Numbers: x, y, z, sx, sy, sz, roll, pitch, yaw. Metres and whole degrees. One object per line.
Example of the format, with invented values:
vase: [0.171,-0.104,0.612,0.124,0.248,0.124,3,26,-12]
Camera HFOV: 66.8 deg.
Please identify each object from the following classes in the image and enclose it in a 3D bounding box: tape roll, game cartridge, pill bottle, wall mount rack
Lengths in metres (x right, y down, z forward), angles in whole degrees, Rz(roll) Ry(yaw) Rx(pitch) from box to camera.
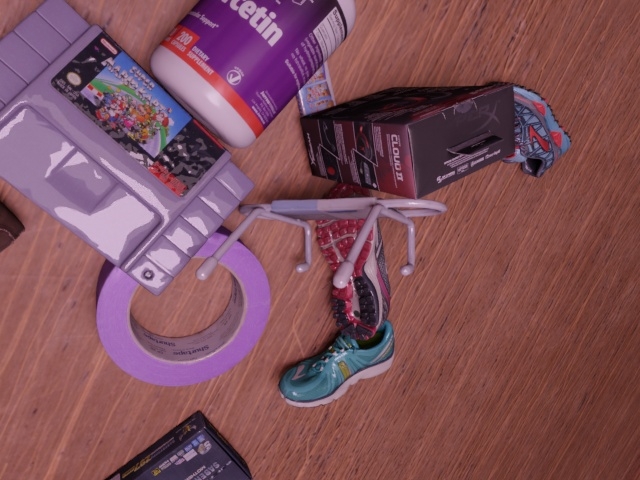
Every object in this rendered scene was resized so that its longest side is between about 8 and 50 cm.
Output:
tape roll: [-0.227,0.102,0.817,0.274,0.090,0.275,-9,111,-22]
game cartridge: [-0.285,-0.120,0.660,0.355,0.068,0.230,44,81,-22]
pill bottle: [-0.076,-0.303,0.696,0.323,0.181,0.181,-49,120,-3]
wall mount rack: [0.000,0.000,0.722,0.304,0.350,0.131,9,81,-63]

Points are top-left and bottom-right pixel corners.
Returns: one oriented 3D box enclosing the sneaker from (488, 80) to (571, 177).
sneaker: [0.417,-0.220,1.002,0.261,0.104,0.125,32,94,-30]

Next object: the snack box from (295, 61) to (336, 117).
snack box: [-0.003,-0.228,0.847,0.064,0.022,0.178,-23,115,-17]

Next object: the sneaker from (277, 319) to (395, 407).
sneaker: [0.035,0.234,0.970,0.275,0.107,0.110,-21,132,-29]

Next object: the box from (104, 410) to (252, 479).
box: [-0.275,0.468,0.935,0.232,0.059,0.183,-34,119,-11]

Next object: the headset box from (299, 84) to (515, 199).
headset box: [0.140,-0.166,0.763,0.218,0.293,0.110,-26,117,-27]

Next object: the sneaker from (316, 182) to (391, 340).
sneaker: [0.071,0.033,0.932,0.112,0.120,0.299,-20,109,-57]

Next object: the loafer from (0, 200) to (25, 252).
loafer: [-0.534,0.083,0.639,0.366,0.134,0.130,-49,129,1]
